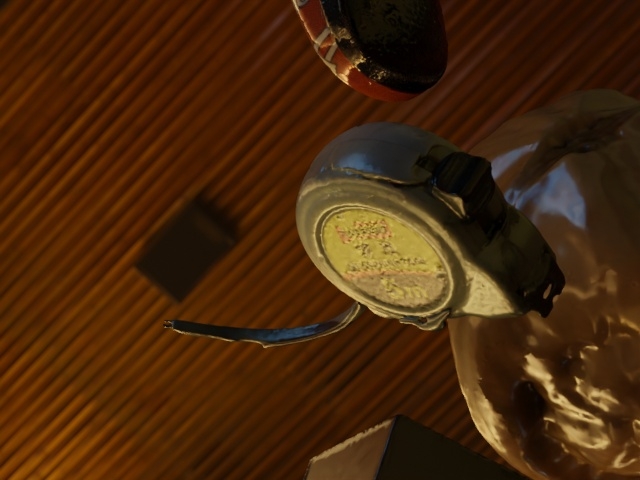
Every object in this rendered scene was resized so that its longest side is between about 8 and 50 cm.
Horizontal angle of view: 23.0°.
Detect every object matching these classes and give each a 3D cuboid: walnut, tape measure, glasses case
[{"bbox_3d":[0.274,0.043,1.477,0.383,0.383,0.383,42,-166,-13],"label":"walnut"},{"bbox_3d":[0.001,0.000,1.101,0.084,0.330,0.164,-49,-60,-37],"label":"tape measure"},{"bbox_3d":[0.011,-0.209,1.002,0.103,0.067,0.266,11,-125,-48],"label":"glasses case"}]

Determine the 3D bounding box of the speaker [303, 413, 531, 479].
[{"bbox_3d":[0.097,0.307,1.289,0.254,0.184,0.232,28,-119,-14],"label":"speaker"}]
